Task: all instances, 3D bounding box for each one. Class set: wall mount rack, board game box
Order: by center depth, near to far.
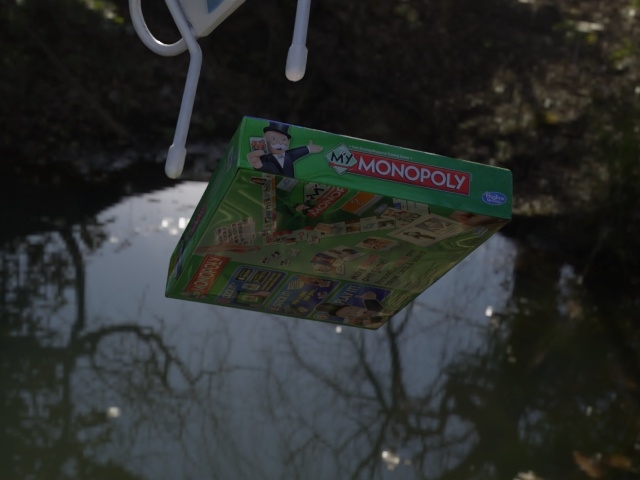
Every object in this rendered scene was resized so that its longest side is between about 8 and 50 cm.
[{"bbox_3d":[0.000,0.000,1.024,0.214,0.317,0.046,11,68,-14],"label":"board game box"},{"bbox_3d":[-0.111,-0.250,1.209,0.130,0.350,0.304,-18,79,-46],"label":"wall mount rack"}]
